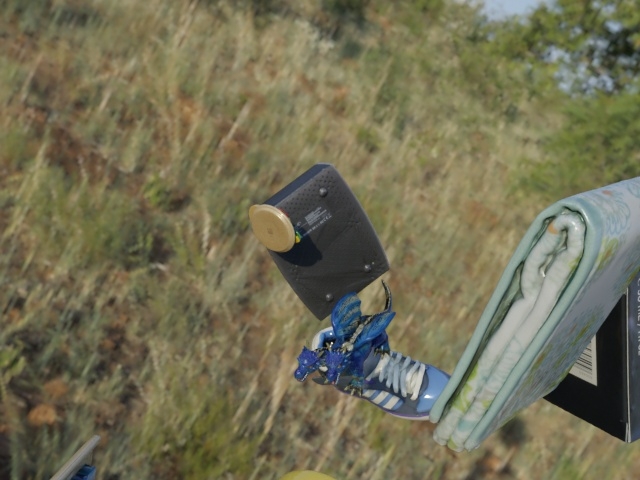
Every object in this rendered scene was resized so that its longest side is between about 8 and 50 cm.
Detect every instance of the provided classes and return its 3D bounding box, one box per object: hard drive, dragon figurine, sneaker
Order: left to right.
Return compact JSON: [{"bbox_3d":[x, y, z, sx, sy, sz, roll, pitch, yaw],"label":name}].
[{"bbox_3d":[0.000,0.000,1.707,0.054,0.172,0.255,45,-10,51],"label":"hard drive"},{"bbox_3d":[0.061,0.139,1.584,0.085,0.144,0.289,25,52,20],"label":"dragon figurine"},{"bbox_3d":[0.132,0.274,2.206,0.322,0.130,0.236,12,-25,21],"label":"sneaker"}]

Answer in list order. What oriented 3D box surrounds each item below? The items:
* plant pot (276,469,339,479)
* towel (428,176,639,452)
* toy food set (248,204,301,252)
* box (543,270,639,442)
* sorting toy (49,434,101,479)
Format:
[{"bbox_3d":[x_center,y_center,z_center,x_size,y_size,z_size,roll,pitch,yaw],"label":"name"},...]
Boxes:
[{"bbox_3d":[-0.051,0.573,1.821,0.254,0.254,0.239,34,35,18],"label":"plant pot"},{"bbox_3d":[0.301,0.083,1.330,0.090,0.374,0.320,39,30,22],"label":"towel"},{"bbox_3d":[-0.070,-0.018,1.536,0.083,0.083,0.020,-8,24,42],"label":"toy food set"},{"bbox_3d":[0.563,0.100,1.692,0.395,0.294,0.212,-19,24,-27],"label":"box"},{"bbox_3d":[-0.379,0.429,1.444,0.041,0.229,0.307,15,13,6],"label":"sorting toy"}]
